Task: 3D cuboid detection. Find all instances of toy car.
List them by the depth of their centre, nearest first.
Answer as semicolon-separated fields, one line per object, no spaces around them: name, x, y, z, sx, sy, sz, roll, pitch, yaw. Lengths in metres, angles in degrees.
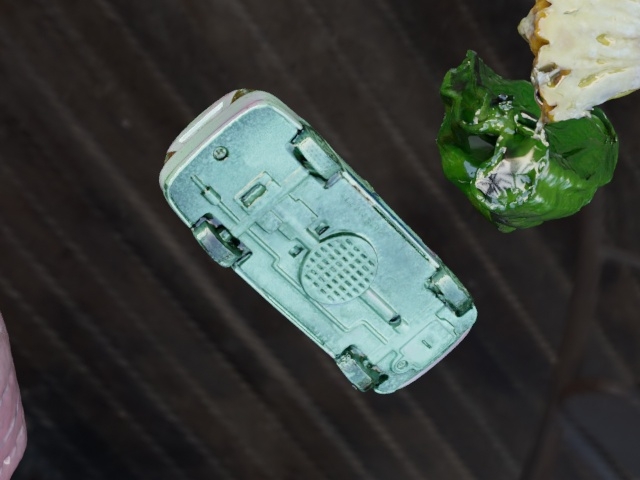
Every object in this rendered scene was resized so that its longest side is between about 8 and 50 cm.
toy car;0.000;0.000;1.107;0.090;0.076;0.224;-41;124;7

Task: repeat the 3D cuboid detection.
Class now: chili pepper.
chili pepper;0.221;-0.098;2.133;0.213;0.385;0.167;32;101;11

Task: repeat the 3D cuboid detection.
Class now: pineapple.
pineapple;0.299;-0.270;1.787;0.344;0.286;0.209;-28;99;2

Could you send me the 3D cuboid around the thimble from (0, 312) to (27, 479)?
thimble;-0.279;0.109;1.171;0.163;0.189;0.125;28;142;23
